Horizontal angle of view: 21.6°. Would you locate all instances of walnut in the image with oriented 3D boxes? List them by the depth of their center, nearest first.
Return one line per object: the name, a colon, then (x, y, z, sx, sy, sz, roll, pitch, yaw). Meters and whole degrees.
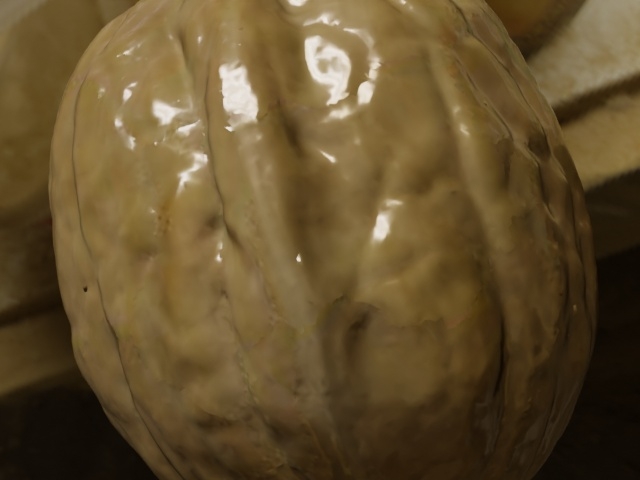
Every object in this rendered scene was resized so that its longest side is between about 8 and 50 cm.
walnut: (0.000, 0.000, 0.699, 0.225, 0.225, 0.261, -17, 87, 32)
